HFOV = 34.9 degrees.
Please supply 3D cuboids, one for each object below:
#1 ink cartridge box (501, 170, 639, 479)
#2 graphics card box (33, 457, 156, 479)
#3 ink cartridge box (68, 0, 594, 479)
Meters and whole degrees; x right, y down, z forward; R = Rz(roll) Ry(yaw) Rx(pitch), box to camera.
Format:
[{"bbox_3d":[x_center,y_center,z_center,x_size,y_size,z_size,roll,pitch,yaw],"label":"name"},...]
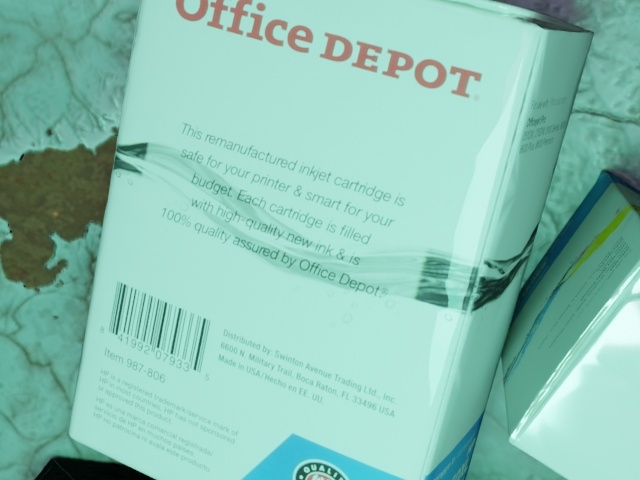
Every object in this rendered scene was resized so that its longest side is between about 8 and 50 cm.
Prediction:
[{"bbox_3d":[0.245,0.080,0.739,0.171,0.232,0.168,32,106,-1],"label":"ink cartridge box"},{"bbox_3d":[-0.159,0.398,0.952,0.233,0.094,0.371,7,104,6],"label":"graphics card box"},{"bbox_3d":[0.000,0.000,0.752,0.285,0.166,0.395,20,107,22],"label":"ink cartridge box"}]
